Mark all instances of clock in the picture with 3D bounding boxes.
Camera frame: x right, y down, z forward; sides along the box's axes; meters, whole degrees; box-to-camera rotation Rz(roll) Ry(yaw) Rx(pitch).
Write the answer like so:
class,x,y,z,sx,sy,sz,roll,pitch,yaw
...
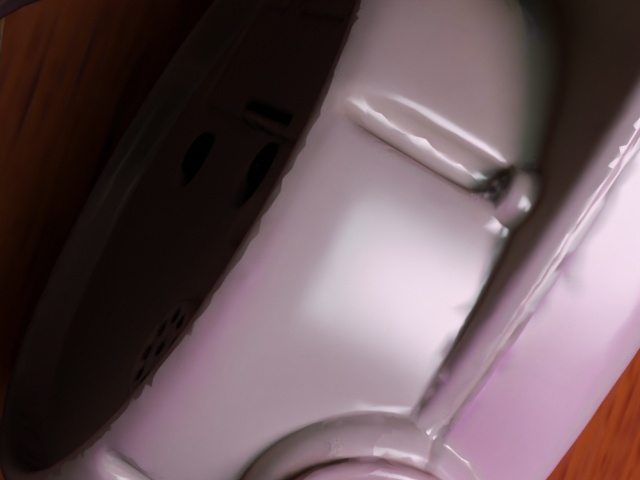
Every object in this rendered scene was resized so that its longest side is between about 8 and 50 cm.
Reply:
class,x,y,z,sx,sy,sz,roll,pitch,yaw
clock,0.000,0.000,0.547,0.108,0.265,0.324,31,89,-20

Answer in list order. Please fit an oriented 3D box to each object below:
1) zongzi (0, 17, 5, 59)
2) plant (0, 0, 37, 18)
class,x,y,z,sx,sy,sz,roll,pitch,yaw
zongzi,-0.142,0.102,0.553,0.300,0.145,0.274,-49,135,-25
plant,-0.093,-0.169,0.479,0.320,0.194,0.181,-38,123,-13
